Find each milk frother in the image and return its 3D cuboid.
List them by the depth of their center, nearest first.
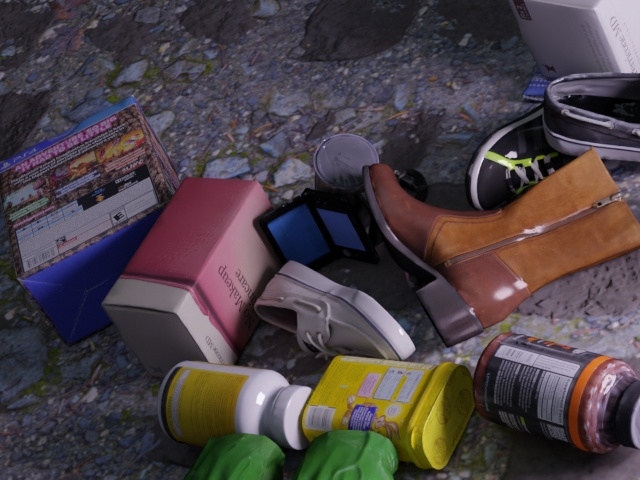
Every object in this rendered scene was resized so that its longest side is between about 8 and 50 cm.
[{"bbox_3d":[0.066,-0.080,2.136,0.129,0.134,0.143,31,66,14],"label":"milk frother"}]

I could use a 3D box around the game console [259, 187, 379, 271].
[{"bbox_3d":[0.000,0.000,2.097,0.107,0.122,0.071,13,55,39],"label":"game console"}]

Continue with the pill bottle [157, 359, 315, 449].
[{"bbox_3d":[-0.096,0.201,1.947,0.184,0.103,0.103,4,49,35],"label":"pill bottle"}]

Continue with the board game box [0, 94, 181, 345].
[{"bbox_3d":[-0.310,-0.033,2.305,0.232,0.141,0.291,-27,38,2],"label":"board game box"}]

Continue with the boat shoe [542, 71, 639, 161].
[{"bbox_3d":[0.421,-0.158,1.992,0.301,0.102,0.108,6,57,14],"label":"boat shoe"}]

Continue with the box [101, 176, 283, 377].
[{"bbox_3d":[-0.151,0.050,2.112,0.127,0.148,0.232,4,49,33],"label":"box"}]

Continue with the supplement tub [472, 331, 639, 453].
[{"bbox_3d":[0.269,0.168,1.764,0.198,0.106,0.106,14,54,39],"label":"supplement tub"}]

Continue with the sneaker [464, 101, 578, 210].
[{"bbox_3d":[0.287,-0.116,2.084,0.235,0.084,0.097,-39,41,-14],"label":"sneaker"}]

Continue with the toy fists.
[{"bbox_3d":[-0.044,0.294,1.823,0.279,0.096,0.142,-5,36,29],"label":"toy fists"}]

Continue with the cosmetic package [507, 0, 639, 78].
[{"bbox_3d":[0.371,-0.319,2.158,0.151,0.151,0.183,16,60,44],"label":"cosmetic package"}]

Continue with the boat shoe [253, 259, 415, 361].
[{"bbox_3d":[0.010,0.102,2.003,0.088,0.096,0.267,-46,40,-14],"label":"boat shoe"}]

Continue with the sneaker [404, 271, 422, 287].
[{"bbox_3d":[0.146,0.013,2.063,0.057,0.047,0.119,12,54,25],"label":"sneaker"}]

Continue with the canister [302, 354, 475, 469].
[{"bbox_3d":[0.077,0.192,1.878,0.170,0.073,0.126,3,48,36],"label":"canister"}]

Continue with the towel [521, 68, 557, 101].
[{"bbox_3d":[0.444,-0.308,2.241,0.243,0.040,0.336,6,50,37],"label":"towel"}]

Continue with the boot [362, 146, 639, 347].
[{"bbox_3d":[0.214,-0.041,1.983,0.280,0.096,0.264,-30,59,-1],"label":"boot"}]
